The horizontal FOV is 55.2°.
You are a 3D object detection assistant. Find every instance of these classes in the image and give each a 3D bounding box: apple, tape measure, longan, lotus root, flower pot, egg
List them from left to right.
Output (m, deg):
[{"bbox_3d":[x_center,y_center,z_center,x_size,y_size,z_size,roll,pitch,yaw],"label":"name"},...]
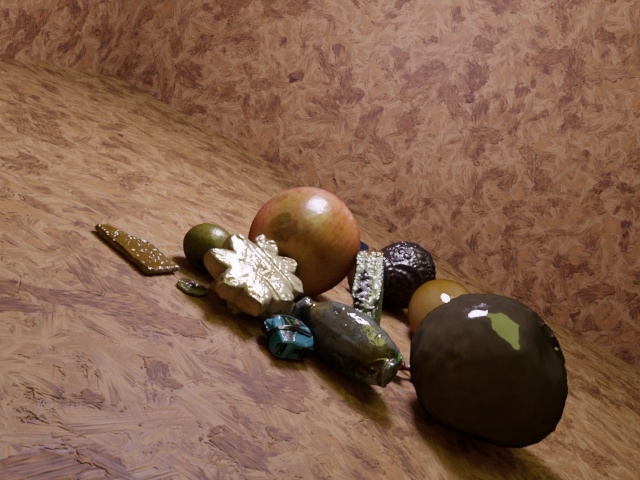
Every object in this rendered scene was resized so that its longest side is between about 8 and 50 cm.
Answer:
[{"bbox_3d":[-0.328,0.016,1.827,0.176,0.145,0.154,-92,156,-57],"label":"longan"},{"bbox_3d":[-0.085,0.253,1.612,0.146,0.081,0.125,19,21,-35],"label":"tape measure"},{"bbox_3d":[-0.053,0.009,1.983,0.364,0.364,0.364,27,15,-7],"label":"apple"},{"bbox_3d":[0.073,0.266,1.668,0.349,0.175,0.175,36,16,29],"label":"lotus root"},{"bbox_3d":[0.261,0.137,2.339,0.267,0.266,0.266,-2,31,-41],"label":"flower pot"},{"bbox_3d":[0.440,0.276,2.169,0.250,0.250,0.322,24,22,-17],"label":"egg"},{"bbox_3d":[0.466,0.345,1.679,0.436,0.404,0.404,23,15,-6],"label":"longan"}]

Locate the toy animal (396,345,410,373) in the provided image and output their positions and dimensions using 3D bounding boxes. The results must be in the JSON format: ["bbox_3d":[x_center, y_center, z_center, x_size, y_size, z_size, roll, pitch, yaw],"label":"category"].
[{"bbox_3d":[0.273,0.377,1.855,0.208,0.100,0.103,13,-3,-23],"label":"toy animal"}]

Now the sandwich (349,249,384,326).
[{"bbox_3d":[0.139,0.182,1.884,0.100,0.288,0.254,5,6,15],"label":"sandwich"}]

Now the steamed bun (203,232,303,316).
[{"bbox_3d":[-0.200,0.115,1.715,0.292,0.137,0.295,19,38,-28],"label":"steamed bun"}]

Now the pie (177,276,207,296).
[{"bbox_3d":[-0.350,0.126,1.671,0.084,0.020,0.084,26,15,-7],"label":"pie"}]

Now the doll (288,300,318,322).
[{"bbox_3d":[-0.028,0.230,1.839,0.161,0.059,0.160,25,16,-12],"label":"doll"}]

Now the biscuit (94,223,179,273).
[{"bbox_3d":[-0.513,0.023,1.710,0.237,0.026,0.131,34,14,23],"label":"biscuit"}]

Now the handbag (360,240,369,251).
[{"bbox_3d":[0.000,0.000,2.543,0.303,0.122,0.329,5,26,-47],"label":"handbag"}]
